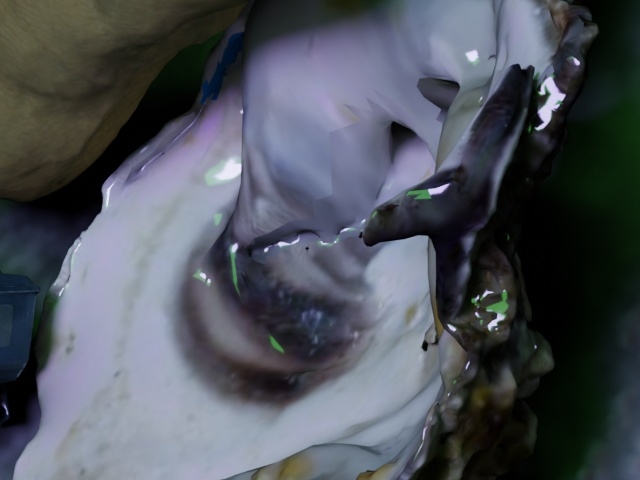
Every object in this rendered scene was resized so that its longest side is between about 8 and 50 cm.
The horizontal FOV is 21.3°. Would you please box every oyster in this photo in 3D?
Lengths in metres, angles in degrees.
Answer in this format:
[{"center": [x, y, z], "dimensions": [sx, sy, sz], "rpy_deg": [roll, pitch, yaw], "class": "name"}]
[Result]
[{"center": [0.000, 0.000, 0.441], "dimensions": [0.223, 0.083, 0.214], "rpy_deg": [-35, 31, 34], "class": "oyster"}]

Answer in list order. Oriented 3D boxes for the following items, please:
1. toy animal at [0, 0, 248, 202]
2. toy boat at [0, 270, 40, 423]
[{"center": [-0.063, -0.076, 0.467], "dimensions": [0.219, 0.103, 0.101], "rpy_deg": [-35, 67, 45], "class": "toy animal"}, {"center": [-0.153, 0.025, 0.472], "dimensions": [0.055, 0.141, 0.060], "rpy_deg": [-28, 67, 59], "class": "toy boat"}]
